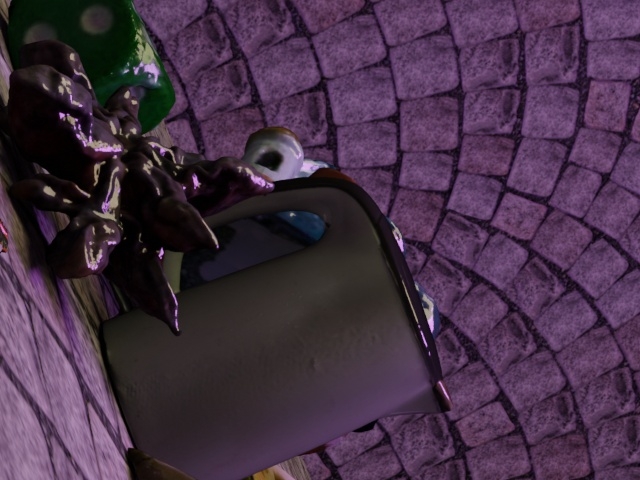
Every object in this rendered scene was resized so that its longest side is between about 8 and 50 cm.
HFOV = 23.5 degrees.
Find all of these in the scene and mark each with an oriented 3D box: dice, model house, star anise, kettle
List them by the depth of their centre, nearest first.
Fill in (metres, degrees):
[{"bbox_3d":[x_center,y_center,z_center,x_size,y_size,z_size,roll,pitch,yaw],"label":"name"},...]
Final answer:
[{"bbox_3d":[-0.154,-0.053,1.156,0.212,0.129,0.282,36,17,-14],"label":"star anise"},{"bbox_3d":[-0.045,0.071,1.269,0.165,0.255,0.240,37,32,-87],"label":"kettle"},{"bbox_3d":[-0.208,-0.163,1.396,0.128,0.120,0.131,68,-1,-66],"label":"dice"},{"bbox_3d":[0.000,0.000,1.496,0.253,0.184,0.291,31,34,-6],"label":"model house"}]

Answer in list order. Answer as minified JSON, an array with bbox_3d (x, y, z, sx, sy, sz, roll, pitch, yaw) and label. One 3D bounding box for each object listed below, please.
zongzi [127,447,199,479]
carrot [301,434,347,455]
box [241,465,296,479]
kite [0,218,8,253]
[{"bbox_3d":[-0.048,0.318,1.124,0.289,0.123,0.260,22,-62,30],"label":"zongzi"},{"bbox_3d":[-0.050,0.086,1.663,0.100,0.258,0.307,40,21,-58],"label":"carrot"},{"bbox_3d":[-0.022,0.321,1.522,0.260,0.062,0.175,49,15,-48],"label":"box"},{"bbox_3d":[-0.224,-0.071,0.807,0.321,0.016,0.233,79,-12,-82],"label":"kite"}]
